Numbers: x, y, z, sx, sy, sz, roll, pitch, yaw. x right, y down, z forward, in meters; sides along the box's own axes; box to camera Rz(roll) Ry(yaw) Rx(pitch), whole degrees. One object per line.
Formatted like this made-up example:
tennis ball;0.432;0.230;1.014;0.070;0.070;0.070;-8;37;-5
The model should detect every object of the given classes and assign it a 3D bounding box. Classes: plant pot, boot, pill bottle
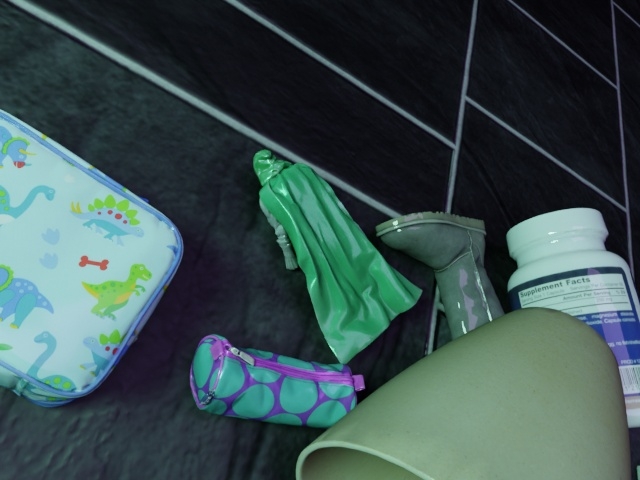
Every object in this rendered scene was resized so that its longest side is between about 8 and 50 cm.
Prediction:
plant pot;0.161;0.186;0.485;0.274;0.256;0.256;-38;92;-38
boot;0.161;0.074;0.655;0.189;0.076;0.209;3;75;-29
pill bottle;0.329;0.102;0.688;0.153;0.153;0.265;7;66;-30

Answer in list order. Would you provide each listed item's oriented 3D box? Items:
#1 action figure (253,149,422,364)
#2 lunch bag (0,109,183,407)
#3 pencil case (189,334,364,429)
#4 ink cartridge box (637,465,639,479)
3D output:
action figure;0.000;0.000;0.581;0.137;0.063;0.232;-36;95;-35
lunch bag;-0.230;0.009;0.415;0.219;0.090;0.176;34;57;-16
pencil case;-0.040;0.133;0.495;0.151;0.070;0.064;18;37;-27
ink cartridge box;0.488;0.409;0.668;0.078;0.134;0.231;27;57;-21
